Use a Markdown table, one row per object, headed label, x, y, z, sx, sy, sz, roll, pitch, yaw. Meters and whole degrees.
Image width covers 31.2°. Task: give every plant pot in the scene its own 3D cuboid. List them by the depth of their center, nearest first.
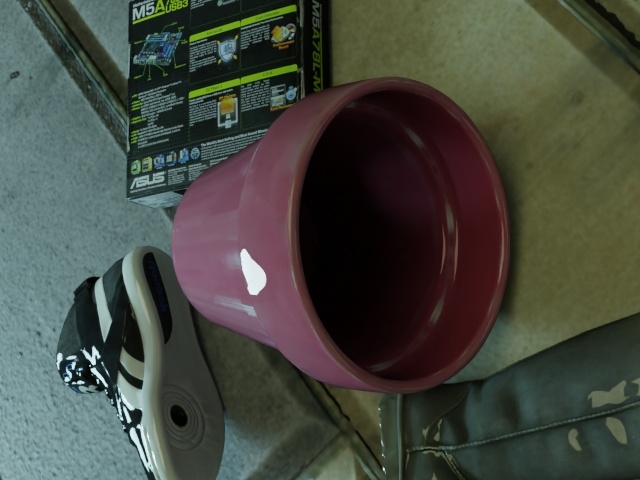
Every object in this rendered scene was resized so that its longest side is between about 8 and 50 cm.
| label | x | y | z | sx | sy | sz | roll | pitch | yaw |
| --- | --- | --- | --- | --- | --- | --- | --- | --- | --- |
| plant pot | 0.000 | 0.000 | 0.785 | 0.180 | 0.201 | 0.201 | -4 | 78 | 50 |

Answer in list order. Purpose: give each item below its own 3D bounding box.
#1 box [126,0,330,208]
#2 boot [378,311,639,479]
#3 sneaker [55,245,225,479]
| label | x | y | z | sx | sy | sz | roll | pitch | yaw |
| --- | --- | --- | --- | --- | --- | --- | --- | --- | --- |
| box | -0.079 | -0.131 | 0.944 | 0.191 | 0.045 | 0.184 | -10 | 73 | 33 |
| boot | 0.143 | 0.152 | 0.726 | 0.209 | 0.076 | 0.189 | -14 | 75 | 25 |
| sneaker | -0.152 | 0.123 | 0.928 | 0.121 | 0.079 | 0.216 | -32 | 56 | 29 |
